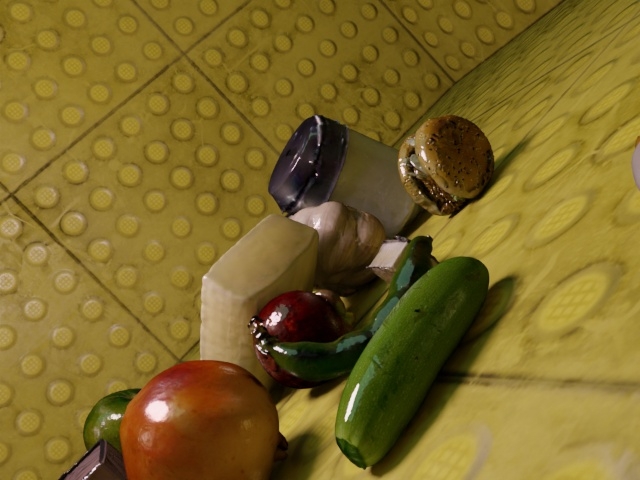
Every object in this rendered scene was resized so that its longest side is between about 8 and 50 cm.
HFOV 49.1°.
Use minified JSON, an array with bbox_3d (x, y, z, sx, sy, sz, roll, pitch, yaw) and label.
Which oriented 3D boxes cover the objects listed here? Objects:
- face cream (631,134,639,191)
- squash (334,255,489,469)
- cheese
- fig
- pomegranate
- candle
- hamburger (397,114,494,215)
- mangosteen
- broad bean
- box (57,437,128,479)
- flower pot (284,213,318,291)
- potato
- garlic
[{"bbox_3d":[0.321,-0.065,0.633,0.072,0.051,0.182,-45,4,27],"label":"face cream"},{"bbox_3d":[0.099,0.110,0.742,0.292,0.082,0.082,-48,7,-35],"label":"squash"},{"bbox_3d":[-0.103,0.125,1.217,0.242,0.124,0.265,-53,-24,-51],"label":"cheese"},{"bbox_3d":[-0.437,0.474,1.609,0.203,0.235,0.203,-1,5,0],"label":"fig"},{"bbox_3d":[-0.147,0.251,0.870,0.209,0.209,0.209,-43,6,5],"label":"pomegranate"},{"bbox_3d":[0.080,-0.112,1.479,0.221,0.343,0.221,-55,22,35],"label":"candle"},{"bbox_3d":[0.228,-0.139,1.272,0.185,0.177,0.113,-13,-8,-39],"label":"hamburger"},{"bbox_3d":[-0.012,0.133,1.053,0.181,0.156,0.145,-32,-23,-25],"label":"mangosteen"},{"bbox_3d":[0.051,0.102,0.947,0.292,0.144,0.049,-27,-30,-5],"label":"broad bean"},{"bbox_3d":[-0.377,0.457,1.172,0.188,0.153,0.252,-46,7,-13],"label":"box"},{"bbox_3d":[0.000,0.000,1.658,0.246,0.195,0.246,-42,7,6],"label":"flower pot"},{"bbox_3d":[0.128,0.037,1.099,0.061,0.086,0.122,-59,10,-10],"label":"potato"},{"bbox_3d":[0.022,0.023,1.360,0.228,0.228,0.152,-35,34,57],"label":"garlic"}]
